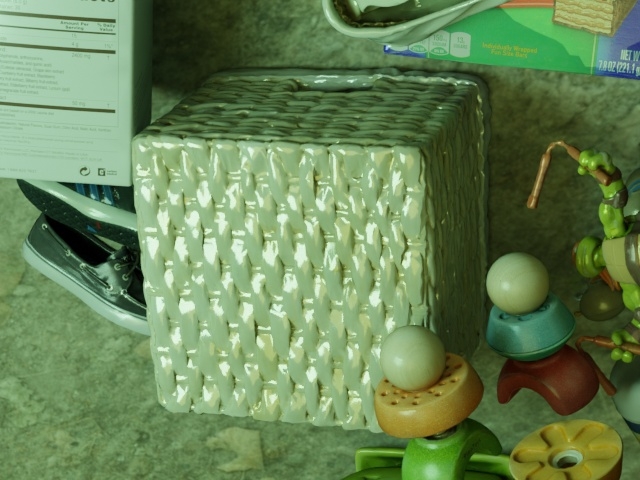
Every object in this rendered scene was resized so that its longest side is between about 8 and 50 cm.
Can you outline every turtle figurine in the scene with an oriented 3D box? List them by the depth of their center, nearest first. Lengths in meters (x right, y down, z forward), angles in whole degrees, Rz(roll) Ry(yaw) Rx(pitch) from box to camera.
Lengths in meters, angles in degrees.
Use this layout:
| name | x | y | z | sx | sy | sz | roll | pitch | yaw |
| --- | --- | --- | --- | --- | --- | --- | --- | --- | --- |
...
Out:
| name | x | y | z | sx | sy | sz | roll | pitch | yaw |
| --- | --- | --- | --- | --- | --- | --- | --- | --- | --- |
| turtle figurine | 0.319 | 0.027 | 1.179 | 0.217 | 0.087 | 0.269 | 2 | 109 | 50 |

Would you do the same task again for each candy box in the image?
| name | x | y | z | sx | sy | sz | roll | pitch | yaw |
| --- | --- | --- | --- | --- | --- | --- | --- | --- | --- |
| candy box | 0.209 | -0.333 | 1.209 | 0.268 | 0.122 | 0.317 | 8 | 111 | 15 |

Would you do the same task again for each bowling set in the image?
| name | x | y | z | sx | sy | sz | roll | pitch | yaw |
| --- | --- | --- | --- | --- | --- | --- | --- | --- | --- |
| bowling set | 0.370 | -0.035 | 1.260 | 0.287 | 0.154 | 0.200 | -18 | 105 | 21 |

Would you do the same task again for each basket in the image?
| name | x | y | z | sx | sy | sz | roll | pitch | yaw |
| --- | --- | --- | --- | --- | --- | --- | --- | --- | --- |
| basket | 0.000 | 0.000 | 1.324 | 0.328 | 0.266 | 0.331 | 4 | 110 | 16 |

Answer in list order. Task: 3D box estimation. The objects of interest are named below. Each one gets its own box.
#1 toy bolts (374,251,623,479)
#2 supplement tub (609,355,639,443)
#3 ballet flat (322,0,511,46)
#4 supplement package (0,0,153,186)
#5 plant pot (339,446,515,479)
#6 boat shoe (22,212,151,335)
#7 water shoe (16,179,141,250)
| name | x | y | z | sx | sy | sz | roll | pitch | yaw |
| --- | --- | --- | --- | --- | --- | --- | --- | --- | --- |
| toy bolts | 0.180 | 0.117 | 1.138 | 0.218 | 0.228 | 0.158 | 1 | 120 | 40 |
| supplement tub | 0.473 | 0.218 | 1.288 | 0.228 | 0.228 | 0.316 | -31 | 99 | 24 |
| ballet flat | 0.160 | -0.269 | 1.073 | 0.400 | 0.139 | 0.139 | -24 | 103 | 38 |
| supplement package | -0.262 | -0.226 | 1.246 | 0.175 | 0.177 | 0.293 | 4 | 118 | -2 |
| plant pot | 0.126 | 0.369 | 1.460 | 0.228 | 0.207 | 0.227 | 0 | 111 | 16 |
| boat shoe | -0.257 | 0.035 | 1.520 | 0.228 | 0.080 | 0.076 | 32 | 118 | 11 |
| water shoe | -0.263 | -0.053 | 1.489 | 0.203 | 0.080 | 0.073 | 23 | 152 | 4 |
